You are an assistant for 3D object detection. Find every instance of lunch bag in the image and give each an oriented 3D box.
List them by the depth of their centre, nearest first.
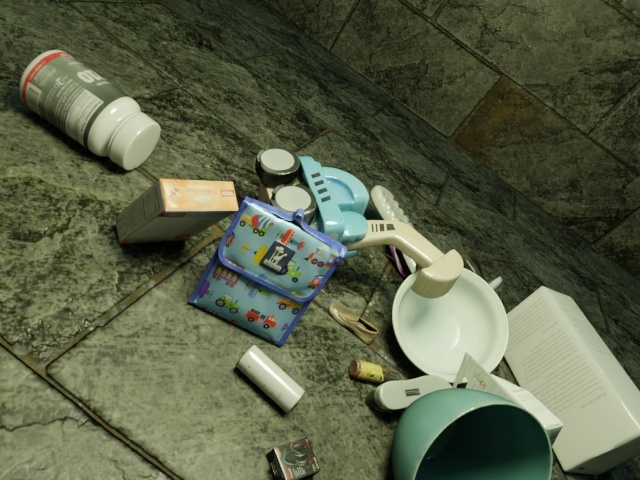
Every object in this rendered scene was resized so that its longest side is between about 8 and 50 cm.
[{"bbox_3d":[-0.100,0.045,0.934,0.221,0.293,0.138,28,34,-11],"label":"lunch bag"}]

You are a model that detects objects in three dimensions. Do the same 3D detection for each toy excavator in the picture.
[{"bbox_3d":[0.081,-0.037,1.141,0.445,0.222,0.433,-7,51,-19],"label":"toy excavator"}]

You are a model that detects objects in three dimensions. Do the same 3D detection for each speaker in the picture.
[{"bbox_3d":[-0.097,0.267,0.882,0.136,0.055,0.055,40,34,7],"label":"speaker"}]

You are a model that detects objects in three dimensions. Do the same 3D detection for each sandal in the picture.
[{"bbox_3d":[0.257,0.017,1.470,0.169,0.102,0.416,10,53,-56],"label":"sandal"}]

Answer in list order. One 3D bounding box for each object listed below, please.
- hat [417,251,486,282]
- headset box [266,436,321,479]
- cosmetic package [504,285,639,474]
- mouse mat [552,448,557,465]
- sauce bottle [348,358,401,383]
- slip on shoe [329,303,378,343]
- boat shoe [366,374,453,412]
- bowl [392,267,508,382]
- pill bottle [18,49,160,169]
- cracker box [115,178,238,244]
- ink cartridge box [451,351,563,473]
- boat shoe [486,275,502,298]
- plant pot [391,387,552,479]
[{"bbox_3d":[0.430,0.125,1.385,0.331,0.134,0.331,40,32,-31],"label":"hat"},{"bbox_3d":[-0.050,0.387,0.796,0.083,0.032,0.062,4,45,-41],"label":"headset box"},{"bbox_3d":[0.702,0.381,1.293,0.161,0.230,0.453,19,37,-28],"label":"cosmetic package"},{"bbox_3d":[0.576,0.496,1.247,0.189,0.007,0.153,48,35,16],"label":"mouse mat"},{"bbox_3d":[0.127,0.304,1.047,0.128,0.042,0.042,19,37,-21],"label":"sauce bottle"},{"bbox_3d":[0.083,0.200,1.137,0.135,0.041,0.051,41,34,8],"label":"slip on shoe"},{"bbox_3d":[0.204,0.348,1.030,0.219,0.070,0.077,10,60,-26],"label":"boat shoe"},{"bbox_3d":[0.315,0.222,1.185,0.298,0.134,0.298,2,67,-6],"label":"bowl"},{"bbox_3d":[-0.539,-0.305,1.091,0.283,0.161,0.161,35,33,-2],"label":"pill bottle"},{"bbox_3d":[-0.298,-0.055,0.936,0.156,0.232,0.067,-4,78,-45],"label":"cracker box"},{"bbox_3d":[0.377,0.381,0.981,0.066,0.189,0.232,3,24,-21],"label":"ink cartridge box"},{"bbox_3d":[0.587,0.189,1.578,0.228,0.080,0.076,-20,80,-55],"label":"boat shoe"},{"bbox_3d":[0.250,0.403,0.871,0.290,0.290,0.195,22,0,-20],"label":"plant pot"}]
